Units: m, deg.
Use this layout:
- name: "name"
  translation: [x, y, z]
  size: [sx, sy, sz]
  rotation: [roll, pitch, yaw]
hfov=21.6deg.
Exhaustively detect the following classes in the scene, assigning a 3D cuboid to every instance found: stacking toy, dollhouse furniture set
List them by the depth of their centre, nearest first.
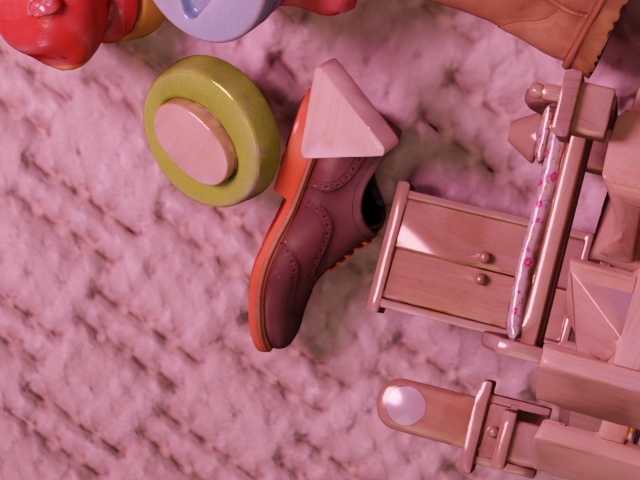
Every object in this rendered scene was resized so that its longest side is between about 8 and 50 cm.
- name: "dollhouse furniture set"
  translation: [0.322, 0.033, 1.209]
  size: [0.256, 0.362, 0.394]
  rotation: [15, 155, 12]
- name: "dollhouse furniture set"
  translation: [0.106, 0.031, 1.270]
  size: [0.174, 0.355, 0.303]
  rotation: [13, 89, 11]
- name: "stacking toy"
  translation: [-0.109, -0.145, 1.308]
  size: [0.309, 0.130, 0.279]
  rotation: [-13, 106, 44]

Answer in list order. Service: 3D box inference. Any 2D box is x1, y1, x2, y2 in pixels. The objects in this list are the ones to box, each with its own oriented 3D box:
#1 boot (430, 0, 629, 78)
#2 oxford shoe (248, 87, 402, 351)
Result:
- name: "boot"
  translation: [0.118, -0.257, 1.240]
  size: [0.269, 0.089, 0.236]
  rotation: [26, 128, 4]
- name: "oxford shoe"
  translation: [0.000, 0.000, 1.465]
  size: [0.098, 0.097, 0.271]
  rotation: [17, 128, 2]
